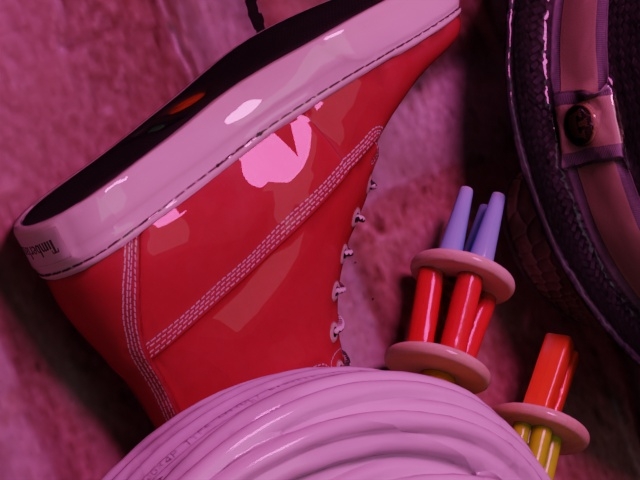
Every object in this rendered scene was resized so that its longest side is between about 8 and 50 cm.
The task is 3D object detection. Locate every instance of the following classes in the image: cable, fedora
[{"bbox_3d":[-0.004,0.173,0.806,0.257,0.089,0.257,-49,125,-16],"label":"cable"},{"bbox_3d":[0.248,-0.082,0.993,0.334,0.152,0.334,8,76,-34],"label":"fedora"}]

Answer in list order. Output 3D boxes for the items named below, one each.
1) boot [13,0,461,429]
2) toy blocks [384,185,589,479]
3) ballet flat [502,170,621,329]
[{"bbox_3d":[0.000,0.000,0.887,0.244,0.088,0.176,-40,108,-28],"label":"boot"},{"bbox_3d":[0.087,0.059,0.964,0.123,0.054,0.148,31,63,-30],"label":"toy blocks"},{"bbox_3d":[0.194,0.031,1.054,0.250,0.058,0.084,34,61,-30],"label":"ballet flat"}]
